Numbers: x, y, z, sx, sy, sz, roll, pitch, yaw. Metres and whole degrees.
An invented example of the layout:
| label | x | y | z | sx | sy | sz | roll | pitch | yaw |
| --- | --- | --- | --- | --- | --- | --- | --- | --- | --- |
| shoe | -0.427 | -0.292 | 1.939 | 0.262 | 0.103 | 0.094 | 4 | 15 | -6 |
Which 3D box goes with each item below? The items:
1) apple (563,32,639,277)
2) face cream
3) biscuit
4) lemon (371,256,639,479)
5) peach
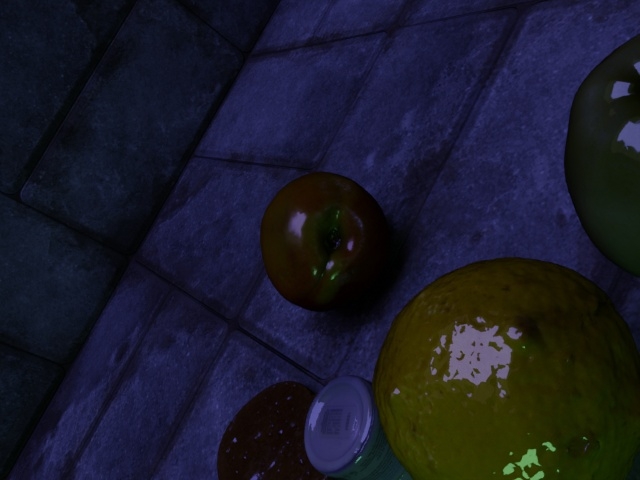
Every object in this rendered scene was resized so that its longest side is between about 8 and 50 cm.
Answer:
| label | x | y | z | sx | sy | sz | roll | pitch | yaw |
| --- | --- | --- | --- | --- | --- | --- | --- | --- | --- |
| apple | 0.487 | -0.107 | 0.806 | 0.357 | 0.357 | 0.357 | -33 | 40 | 33 |
| face cream | 0.079 | 0.343 | 1.107 | 0.177 | 0.153 | 0.177 | -34 | 38 | 32 |
| biscuit | -0.073 | 0.428 | 1.286 | 0.314 | 0.063 | 0.367 | -40 | 27 | -2 |
| lemon | 0.240 | 0.194 | 0.850 | 0.387 | 0.350 | 0.350 | -2 | 61 | 42 |
| peach | 0.000 | 0.000 | 1.392 | 0.308 | 0.307 | 0.332 | -61 | 17 | -7 |
